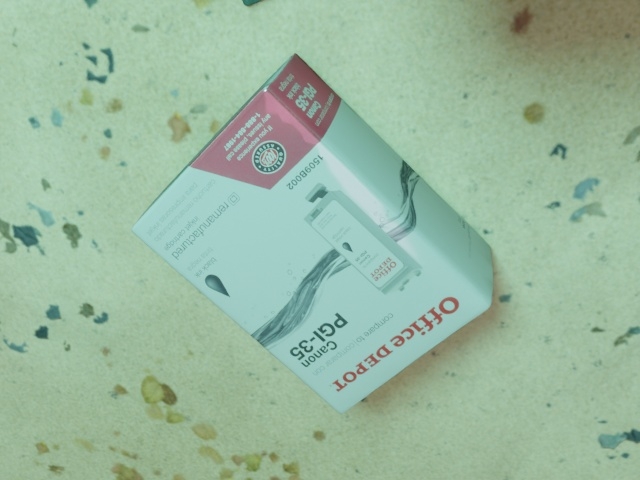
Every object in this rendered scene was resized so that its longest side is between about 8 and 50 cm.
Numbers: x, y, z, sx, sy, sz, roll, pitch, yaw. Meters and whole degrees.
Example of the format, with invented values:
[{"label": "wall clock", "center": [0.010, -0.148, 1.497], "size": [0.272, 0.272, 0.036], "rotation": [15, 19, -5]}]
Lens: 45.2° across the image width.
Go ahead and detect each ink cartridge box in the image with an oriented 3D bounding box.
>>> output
[{"label": "ink cartridge box", "center": [0.000, 0.000, 0.741], "size": [0.283, 0.117, 0.207], "rotation": [43, 116, -12]}]

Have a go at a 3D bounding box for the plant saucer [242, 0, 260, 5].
[{"label": "plant saucer", "center": [-0.076, -0.302, 0.657], "size": [0.067, 0.018, 0.192], "rotation": [-16, 114, 18]}]
